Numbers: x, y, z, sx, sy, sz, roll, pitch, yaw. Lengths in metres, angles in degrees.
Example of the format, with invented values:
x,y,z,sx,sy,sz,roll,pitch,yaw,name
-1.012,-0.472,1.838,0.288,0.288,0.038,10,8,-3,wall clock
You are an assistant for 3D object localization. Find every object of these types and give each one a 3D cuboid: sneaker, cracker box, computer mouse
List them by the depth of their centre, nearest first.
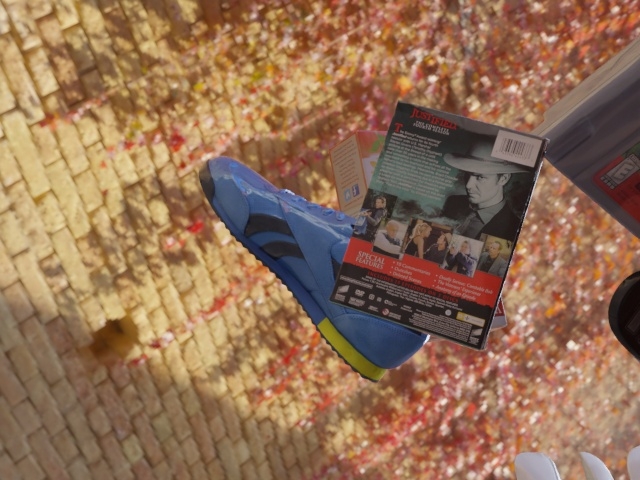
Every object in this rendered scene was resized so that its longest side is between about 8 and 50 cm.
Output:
x,y,z,sx,sy,sz,roll,pitch,yaw,name
0.000,0.000,0.641,0.209,0.069,0.082,47,-74,18,sneaker
0.108,-0.003,1.005,0.067,0.155,0.232,-29,-113,54,cracker box
0.397,0.157,1.013,0.262,0.184,0.060,32,-1,-13,computer mouse

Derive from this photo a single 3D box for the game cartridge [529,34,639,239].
x,y,z,sx,sy,sz,roll,pitch,yaw,name
0.381,-0.103,0.982,0.294,0.196,0.060,29,27,-39,game cartridge

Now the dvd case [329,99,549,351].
x,y,z,sx,sy,sz,roll,pitch,yaw,name
0.064,-0.010,0.485,0.087,0.119,0.013,16,-7,15,dvd case

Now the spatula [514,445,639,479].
x,y,z,sx,sy,sz,roll,pitch,yaw,name
0.252,0.280,0.713,0.019,0.168,0.242,-47,-133,43,spatula
